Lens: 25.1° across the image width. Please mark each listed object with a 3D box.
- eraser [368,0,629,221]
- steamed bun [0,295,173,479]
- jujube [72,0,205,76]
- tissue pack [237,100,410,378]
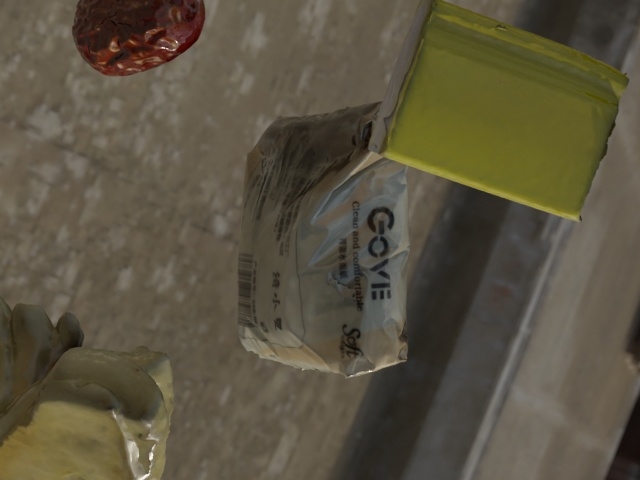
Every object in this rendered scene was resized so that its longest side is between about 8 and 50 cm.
[{"bbox_3d":[0.170,-0.124,1.376,0.069,0.226,0.158,-132,-120,-74],"label":"eraser"},{"bbox_3d":[-0.268,0.198,1.381,0.189,0.247,0.428,-75,-176,-46],"label":"steamed bun"},{"bbox_3d":[-0.203,-0.249,1.628,0.109,0.176,0.112,-30,107,-45],"label":"jujube"},{"bbox_3d":[0.000,0.000,2.013,0.390,0.195,0.376,-173,-99,-67],"label":"tissue pack"}]
